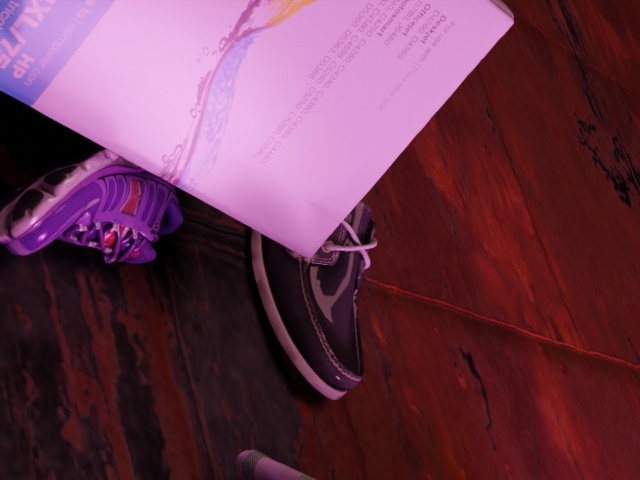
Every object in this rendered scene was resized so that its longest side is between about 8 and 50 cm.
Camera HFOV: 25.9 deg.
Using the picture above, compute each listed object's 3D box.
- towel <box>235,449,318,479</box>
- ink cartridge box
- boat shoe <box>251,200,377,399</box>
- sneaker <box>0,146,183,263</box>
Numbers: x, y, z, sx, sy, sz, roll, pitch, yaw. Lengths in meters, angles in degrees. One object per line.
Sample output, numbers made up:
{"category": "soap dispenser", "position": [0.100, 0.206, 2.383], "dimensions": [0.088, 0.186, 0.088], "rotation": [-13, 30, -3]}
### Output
{"category": "towel", "position": [0.031, 0.170, 0.804], "dimensions": [0.023, 0.152, 0.113], "rotation": [-62, 149, -11]}
{"category": "ink cartridge box", "position": [-0.070, -0.161, 0.812], "dimensions": [0.270, 0.197, 0.198], "rotation": [30, 17, -37]}
{"category": "boat shoe", "position": [0.000, 0.000, 0.993], "dimensions": [0.084, 0.079, 0.233], "rotation": [32, 40, -46]}
{"category": "sneaker", "position": [-0.124, -0.016, 0.810], "dimensions": [0.170, 0.068, 0.071], "rotation": [-26, 92, -64]}
